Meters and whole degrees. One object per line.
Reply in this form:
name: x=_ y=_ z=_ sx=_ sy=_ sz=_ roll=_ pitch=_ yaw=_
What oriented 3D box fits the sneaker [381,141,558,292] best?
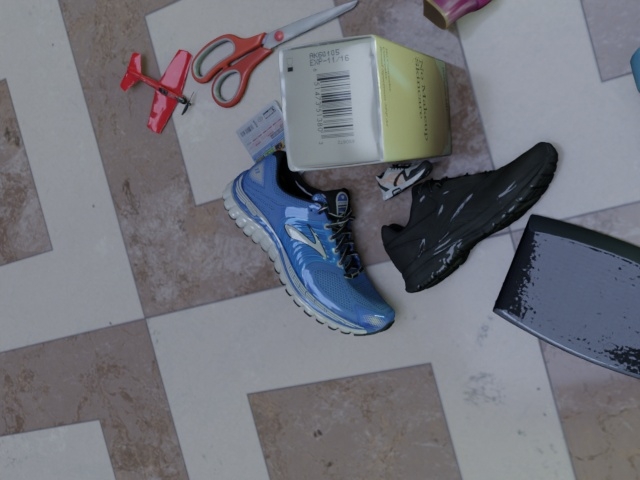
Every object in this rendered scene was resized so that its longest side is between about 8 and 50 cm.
sneaker: x=0.197 y=-0.050 z=1.047 sx=0.286 sy=0.109 sz=0.130 roll=-41 pitch=74 yaw=21

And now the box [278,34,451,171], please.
box: x=0.071 y=-0.169 z=0.968 sx=0.121 sy=0.311 sz=0.148 roll=-3 pitch=98 yaw=24

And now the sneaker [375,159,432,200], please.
sneaker: x=0.117 y=-0.094 z=1.088 sx=0.109 sy=0.040 sz=0.043 roll=-29 pitch=87 yaw=51

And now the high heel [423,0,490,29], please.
high heel: x=0.144 y=-0.404 z=1.050 sx=0.117 sy=0.082 sz=0.244 roll=-37 pitch=65 yaw=-8

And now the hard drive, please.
hard drive: x=0.373 y=0.082 z=1.010 sx=0.255 sy=0.054 sz=0.172 roll=24 pitch=106 yaw=19

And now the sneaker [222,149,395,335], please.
sneaker: x=0.000 y=0.000 z=1.123 sx=0.147 sy=0.130 sz=0.330 roll=-44 pitch=81 yaw=22

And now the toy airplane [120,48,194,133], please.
toy airplane: x=-0.276 y=-0.263 z=1.264 sx=0.151 sy=0.028 sz=0.151 roll=3 pitch=97 yaw=22

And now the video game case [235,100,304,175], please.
video game case: x=-0.072 y=-0.148 z=1.199 sx=0.087 sy=0.011 sz=0.122 roll=-35 pitch=83 yaw=23

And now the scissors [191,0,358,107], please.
scissors: x=-0.083 y=-0.320 z=1.175 sx=0.297 sy=0.021 sz=0.109 roll=-33 pitch=81 yaw=25

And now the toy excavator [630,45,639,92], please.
toy excavator: x=0.539 y=-0.337 z=0.813 sx=0.433 sy=0.222 sz=0.445 roll=-16 pitch=82 yaw=23
